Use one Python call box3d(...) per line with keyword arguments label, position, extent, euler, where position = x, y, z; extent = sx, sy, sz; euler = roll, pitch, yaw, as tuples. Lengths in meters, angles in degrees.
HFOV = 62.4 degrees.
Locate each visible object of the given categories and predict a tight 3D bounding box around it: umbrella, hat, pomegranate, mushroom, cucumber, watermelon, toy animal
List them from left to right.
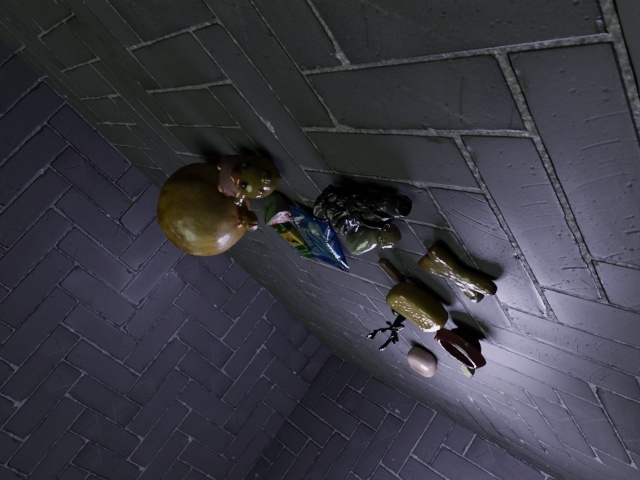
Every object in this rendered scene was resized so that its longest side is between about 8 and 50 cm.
box3d(label="pomegranate", position=(-0.425, -0.114, 2.062), extent=(0.410, 0.410, 0.410), euler=(34, 164, 12))
box3d(label="toy animal", position=(-0.236, -0.208, 1.749), extent=(0.169, 0.195, 0.281), euler=(1, -175, -26))
box3d(label="watermelon", position=(-0.141, -0.097, 1.945), extent=(0.158, 0.121, 0.098), euler=(40, 143, -22))
box3d(label="umbrella", position=(0.115, -0.075, 1.427), extent=(0.336, 0.128, 0.154), euler=(16, 151, 46))
box3d(label="mushroom", position=(0.160, -0.011, 1.567), extent=(0.081, 0.092, 0.223), euler=(59, 152, -11))
box3d(label="hat", position=(0.506, 0.367, 1.870), extent=(0.205, 0.089, 0.205), euler=(39, 166, 12))
box3d(label="cucumber", position=(0.616, 0.537, 2.201), extent=(0.067, 0.035, 0.107), euler=(51, 170, 21))

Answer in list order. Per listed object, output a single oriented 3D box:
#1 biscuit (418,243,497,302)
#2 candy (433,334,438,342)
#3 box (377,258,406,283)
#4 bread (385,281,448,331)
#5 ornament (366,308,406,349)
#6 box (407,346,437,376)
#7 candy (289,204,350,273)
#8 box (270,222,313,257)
box3d(label="biscuit", position=(0.377, 0.092, 1.460), extent=(0.208, 0.047, 0.164), euler=(36, 163, 7))
box3d(label="candy", position=(0.503, 0.399, 2.053), extent=(0.122, 0.038, 0.062), euler=(35, 164, 11))
box3d(label="box", position=(0.245, 0.108, 1.823), extent=(0.115, 0.025, 0.048), euler=(45, 161, -21))
box3d(label="bread", position=(0.334, 0.220, 1.802), extent=(0.217, 0.098, 0.147), euler=(39, 146, -7))
box3d(label="ornament", position=(0.262, 0.302, 1.945), extent=(0.080, 0.236, 0.202), euler=(46, 162, -8))
box3d(label="box", position=(0.480, 0.574, 2.494), extent=(0.146, 0.088, 0.200), euler=(27, 160, 27))
box3d(label="candy", position=(0.000, 0.000, 1.961), extent=(0.187, 0.077, 0.331), euler=(24, 157, 33))
box3d(label="box", position=(-0.109, -0.011, 2.232), extent=(0.235, 0.034, 0.132), euler=(41, 164, -13))
